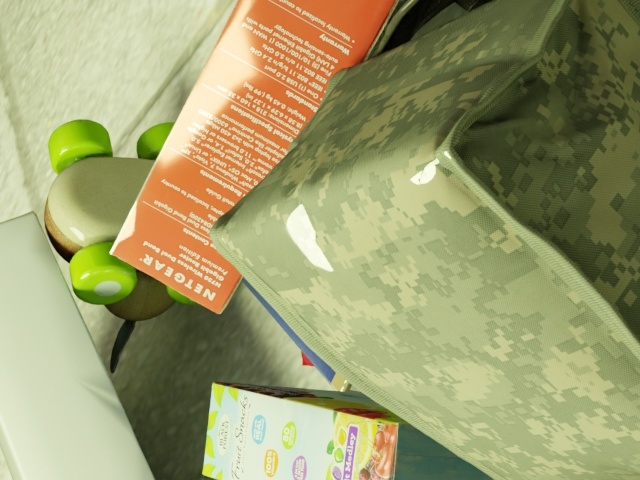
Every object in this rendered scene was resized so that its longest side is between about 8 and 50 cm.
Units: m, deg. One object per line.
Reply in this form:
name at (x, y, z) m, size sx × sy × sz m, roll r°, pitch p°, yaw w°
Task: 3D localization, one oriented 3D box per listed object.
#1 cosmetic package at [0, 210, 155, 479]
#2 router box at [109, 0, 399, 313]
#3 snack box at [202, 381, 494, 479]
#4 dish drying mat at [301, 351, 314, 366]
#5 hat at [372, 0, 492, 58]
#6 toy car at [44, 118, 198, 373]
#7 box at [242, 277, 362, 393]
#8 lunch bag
cosmetic package at (-0.184, 0.206, 1.542) m, size 0.284 × 0.097 × 0.377 m, roll 86°, pitch 160°, yaw -48°
router box at (0.007, -0.161, 1.256) m, size 0.301 × 0.082 × 0.335 m, roll -60°, pitch 2°, yaw 34°
snack box at (0.052, 0.138, 1.249) m, size 0.207 × 0.174 × 0.070 m, roll 8°, pitch 90°, yaw 56°
dish drying mat at (-0.004, 0.054, 1.483) m, size 0.032 × 0.008 × 0.083 m, roll -1°, pitch 86°, yaw 54°
hat at (0.173, -0.191, 1.112) m, size 0.134 × 0.331 × 0.331 m, roll 37°, pitch 127°, yaw 3°
toy car at (-0.168, 0.018, 1.623) m, size 0.188 × 0.149 × 0.155 m, roll 116°, pitch 147°, yaw -48°
box at (0.000, 0.000, 1.449) m, size 0.225 × 0.036 × 0.136 m, roll 47°, pitch 118°, yaw 48°
lunch bag at (0.130, 0.026, 1.000) m, size 0.169 × 0.287 × 0.235 m, roll -52°, pitch 17°, yaw -28°
